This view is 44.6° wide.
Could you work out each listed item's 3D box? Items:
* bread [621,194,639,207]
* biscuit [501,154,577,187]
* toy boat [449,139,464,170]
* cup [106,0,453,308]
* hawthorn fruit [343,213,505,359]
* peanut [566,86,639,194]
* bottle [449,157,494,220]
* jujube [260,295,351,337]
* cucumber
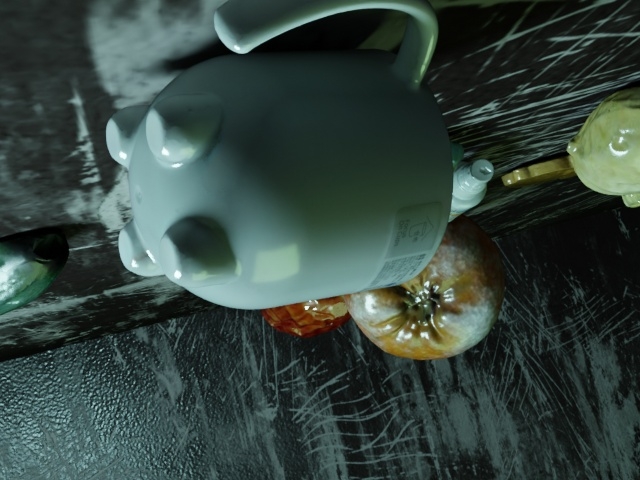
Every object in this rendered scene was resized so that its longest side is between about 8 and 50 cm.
[{"bbox_3d":[0.416,-0.108,0.892,0.140,0.106,0.236,-17,174,-1],"label":"bread"},{"bbox_3d":[0.354,-0.108,1.122,0.184,0.027,0.133,-15,175,14],"label":"biscuit"},{"bbox_3d":[0.019,-0.026,0.806,0.276,0.084,0.111,-17,172,33],"label":"toy boat"},{"bbox_3d":[-0.018,-0.036,0.390,0.142,0.134,0.173,-8,173,-33],"label":"cup"},{"bbox_3d":[0.138,0.051,1.150,0.231,0.235,0.263,-52,-148,-4],"label":"hawthorn fruit"},{"bbox_3d":[0.336,-0.106,0.719,0.117,0.101,0.263,-11,176,-33],"label":"peanut"},{"bbox_3d":[0.168,-0.061,0.946,0.060,0.060,0.217,-14,175,-6],"label":"bottle"},{"bbox_3d":[-0.012,0.090,1.416,0.174,0.174,0.250,-10,175,-39],"label":"jujube"},{"bbox_3d":[-0.336,0.049,0.758,0.244,0.063,0.115,-20,173,33],"label":"cucumber"}]
